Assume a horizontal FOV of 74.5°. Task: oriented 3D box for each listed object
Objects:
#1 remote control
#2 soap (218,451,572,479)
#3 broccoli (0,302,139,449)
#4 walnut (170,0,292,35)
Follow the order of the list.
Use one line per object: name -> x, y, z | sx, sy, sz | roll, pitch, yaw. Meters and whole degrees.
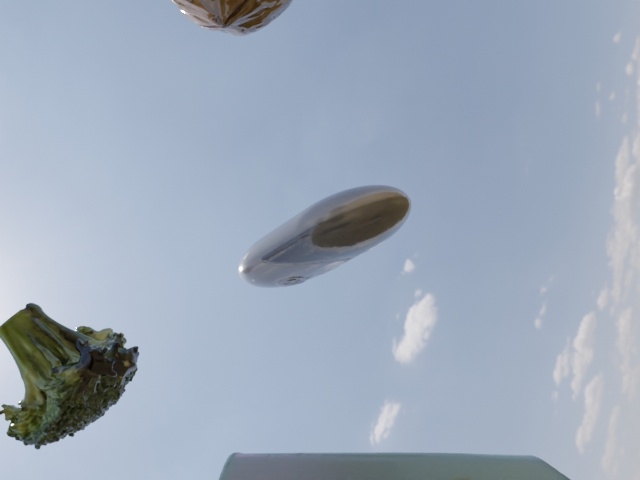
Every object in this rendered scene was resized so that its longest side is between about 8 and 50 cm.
remote control -> 0.000, 0.000, 0.700 | 0.221, 0.332, 0.104 | -14, -103, -48
soap -> 0.049, 0.256, 0.312 | 0.173, 0.289, 0.095 | -74, -26, -58
broccoli -> -0.464, 0.216, 0.776 | 0.243, 0.247, 0.263 | 46, -149, -5
walnut -> -0.088, -0.300, 0.398 | 0.167, 0.167, 0.208 | 11, -100, -48
